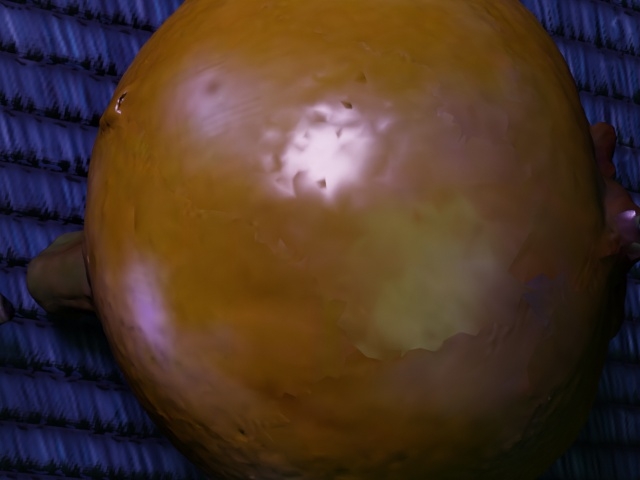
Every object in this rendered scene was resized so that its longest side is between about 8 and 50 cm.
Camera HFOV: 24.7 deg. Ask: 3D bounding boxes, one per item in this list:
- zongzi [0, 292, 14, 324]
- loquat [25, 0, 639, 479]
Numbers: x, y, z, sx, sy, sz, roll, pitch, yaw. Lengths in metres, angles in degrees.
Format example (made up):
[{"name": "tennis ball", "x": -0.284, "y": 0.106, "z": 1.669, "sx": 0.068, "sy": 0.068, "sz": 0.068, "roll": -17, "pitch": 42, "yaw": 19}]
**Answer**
[{"name": "zongzi", "x": -0.297, "y": -0.123, "z": 0.683, "sx": 0.447, "sy": 0.181, "sz": 0.418, "roll": 17, "pitch": 102, "yaw": -28}, {"name": "loquat", "x": 0.000, "y": 0.000, "z": 0.815, "sx": 0.359, "sy": 0.328, "sz": 0.328, "roll": -6, "pitch": 104, "yaw": 17}]
